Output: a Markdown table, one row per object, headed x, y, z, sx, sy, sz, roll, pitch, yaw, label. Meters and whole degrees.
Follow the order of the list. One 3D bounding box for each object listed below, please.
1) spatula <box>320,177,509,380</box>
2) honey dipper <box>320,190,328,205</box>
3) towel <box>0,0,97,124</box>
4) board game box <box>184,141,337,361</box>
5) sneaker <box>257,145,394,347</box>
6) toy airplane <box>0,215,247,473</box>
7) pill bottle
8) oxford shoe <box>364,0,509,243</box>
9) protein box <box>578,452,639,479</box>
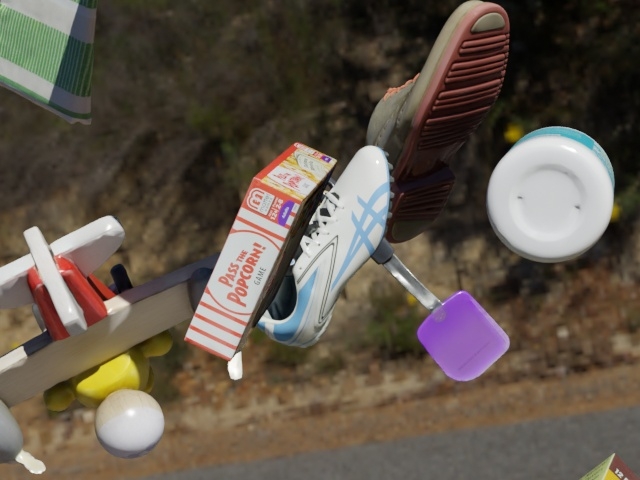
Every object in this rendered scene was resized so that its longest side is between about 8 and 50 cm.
| x | y | z | sx | sy | sz | roll | pitch | yaw | label |
| --- | --- | --- | --- | --- | --- | --- | --- | --- | --- |
| 0.093 | 0.038 | 1.610 | 0.084 | 0.296 | 0.030 | -43 | -4 | -7 | spatula |
| 0.000 | 0.000 | 1.993 | 0.030 | 0.161 | 0.030 | 6 | -29 | 3 | honey dipper |
| -0.381 | -0.348 | 1.981 | 0.038 | 0.325 | 0.248 | -9 | 27 | -42 | towel |
| -0.046 | 0.004 | 1.177 | 0.045 | 0.147 | 0.193 | 25 | 14 | 2 | board game box |
| 0.004 | 0.005 | 1.483 | 0.086 | 0.237 | 0.085 | 20 | 14 | -31 | sneaker |
| -0.273 | 0.136 | 1.725 | 0.386 | 0.272 | 0.384 | -38 | -18 | 36 | toy airplane |
| 0.285 | -0.063 | 1.714 | 0.146 | 0.146 | 0.264 | -9 | 7 | 13 | pill bottle |
| 0.117 | -0.160 | 1.706 | 0.123 | 0.348 | 0.130 | -10 | 48 | -38 | oxford shoe |
| 0.284 | 0.379 | 1.556 | 0.200 | 0.136 | 0.201 | -44 | -3 | 27 | protein box |
